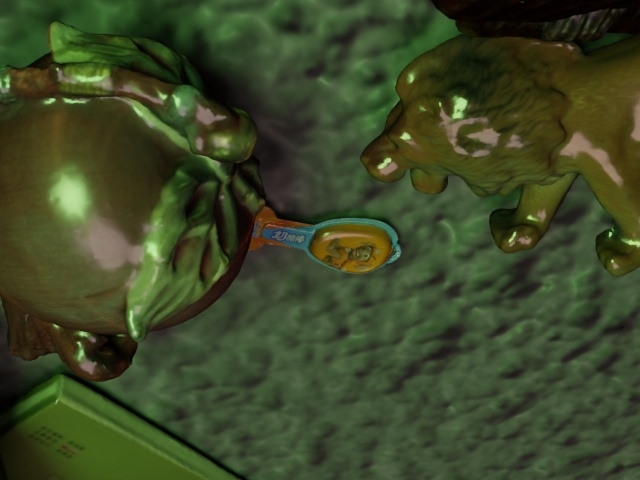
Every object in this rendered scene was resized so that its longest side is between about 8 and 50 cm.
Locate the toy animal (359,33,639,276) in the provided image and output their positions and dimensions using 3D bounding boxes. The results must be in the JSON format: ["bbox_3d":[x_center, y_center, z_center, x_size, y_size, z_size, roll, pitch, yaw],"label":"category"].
[{"bbox_3d":[0.178,-0.073,0.569,0.312,0.097,0.158,-20,125,7],"label":"toy animal"}]

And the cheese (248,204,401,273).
[{"bbox_3d":[0.000,-0.001,0.653,0.111,0.017,0.047,10,126,-17],"label":"cheese"}]

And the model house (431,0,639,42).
[{"bbox_3d":[0.214,-0.161,0.363,0.317,0.282,0.297,4,131,-11],"label":"model house"}]

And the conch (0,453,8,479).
[{"bbox_3d":[-0.292,0.129,0.609,0.249,0.197,0.368,-36,132,1],"label":"conch"}]

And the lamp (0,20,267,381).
[{"bbox_3d":[-0.114,-0.019,0.547,0.223,0.151,0.215,4,146,38],"label":"lamp"}]

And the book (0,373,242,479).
[{"bbox_3d":[-0.243,0.246,0.824,0.352,0.035,0.239,-33,130,19],"label":"book"}]
